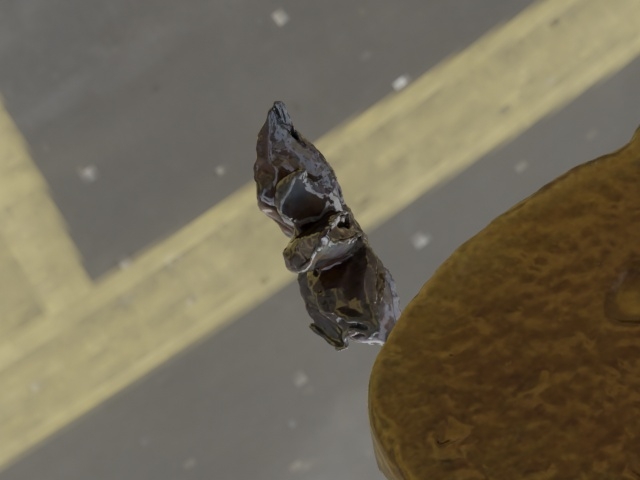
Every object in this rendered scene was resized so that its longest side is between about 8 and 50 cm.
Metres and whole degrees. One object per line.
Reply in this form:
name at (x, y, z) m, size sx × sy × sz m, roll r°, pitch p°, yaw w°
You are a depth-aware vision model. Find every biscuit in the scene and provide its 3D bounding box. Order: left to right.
biscuit at (0.200, 0.062, 1.067) m, size 0.343 × 0.287 × 0.057 m, roll -39°, pitch 139°, yaw -18°

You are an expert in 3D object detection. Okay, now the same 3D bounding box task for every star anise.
star anise at (0.000, 0.000, 1.340) m, size 0.065 × 0.182 × 0.195 m, roll -29°, pitch 162°, yaw 6°
